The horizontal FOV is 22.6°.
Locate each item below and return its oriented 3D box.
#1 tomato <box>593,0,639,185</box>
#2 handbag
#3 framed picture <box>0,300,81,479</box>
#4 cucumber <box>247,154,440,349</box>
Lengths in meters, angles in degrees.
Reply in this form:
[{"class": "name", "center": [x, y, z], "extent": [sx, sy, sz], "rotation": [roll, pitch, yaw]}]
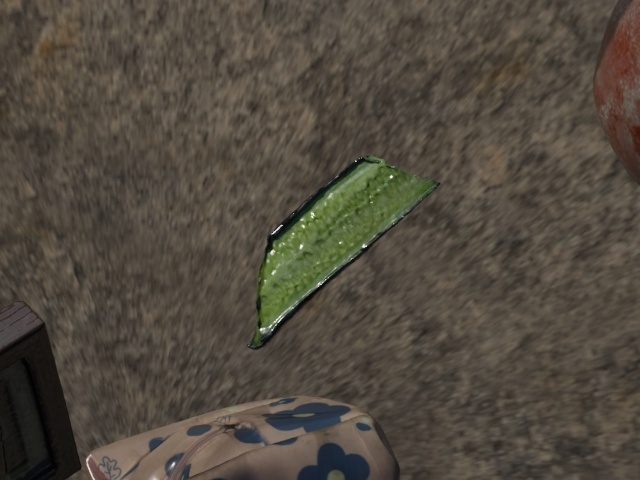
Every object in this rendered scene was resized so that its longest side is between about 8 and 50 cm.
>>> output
[{"class": "tomato", "center": [0.415, -0.153, 1.494], "extent": [0.316, 0.317, 0.282], "rotation": [-3, 41, -7]}, {"class": "handbag", "center": [-0.061, 0.246, 1.149], "extent": [0.193, 0.190, 0.251], "rotation": [-6, 98, -35]}, {"class": "framed picture", "center": [-0.202, 0.118, 0.800], "extent": [0.168, 0.128, 0.023], "rotation": [-33, 54, -25]}, {"class": "cucumber", "center": [0.000, 0.000, 1.405], "extent": [0.220, 0.046, 0.070], "rotation": [-42, 92, -6]}]
